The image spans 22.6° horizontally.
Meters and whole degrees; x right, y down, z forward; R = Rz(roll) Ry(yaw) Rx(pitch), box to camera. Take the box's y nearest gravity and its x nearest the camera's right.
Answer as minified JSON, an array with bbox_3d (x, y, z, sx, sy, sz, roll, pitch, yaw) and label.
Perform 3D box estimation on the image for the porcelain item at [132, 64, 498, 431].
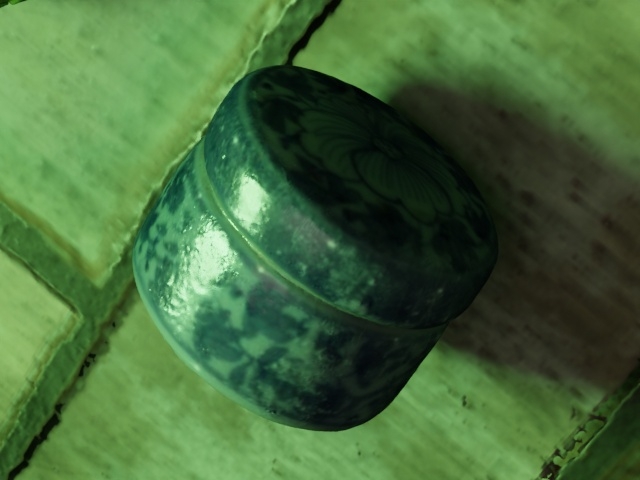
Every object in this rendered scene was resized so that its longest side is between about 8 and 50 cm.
[{"bbox_3d":[0.000,0.000,0.738,0.147,0.147,0.114,40,117,7],"label":"porcelain item"}]

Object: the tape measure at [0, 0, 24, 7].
[{"bbox_3d":[-0.173,-0.191,0.785,0.154,0.087,0.177,-19,100,17],"label":"tape measure"}]
